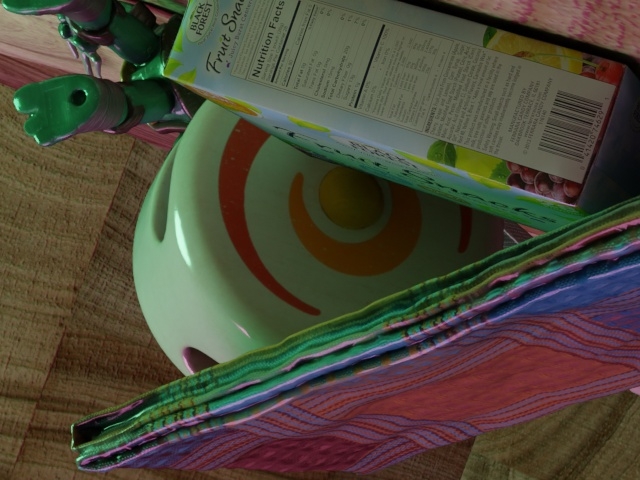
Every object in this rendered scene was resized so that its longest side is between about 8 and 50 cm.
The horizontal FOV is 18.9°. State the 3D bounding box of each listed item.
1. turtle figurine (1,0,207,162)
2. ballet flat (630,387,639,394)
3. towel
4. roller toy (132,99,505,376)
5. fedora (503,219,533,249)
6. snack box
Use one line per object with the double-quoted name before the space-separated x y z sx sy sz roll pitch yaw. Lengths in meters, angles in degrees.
"turtle figurine" -0.108 -0.093 1.194 0.175 0.118 0.234 64 -166 20
"ballet flat" 0.306 0.078 1.558 0.116 0.124 0.342 20 179 40
"towel" 0.097 0.057 0.935 0.370 0.040 0.271 -23 160 33
"roller toy" 0.000 0.000 1.078 0.191 0.209 0.146 -22 169 -24
"fedora" 0.096 0.040 1.452 0.275 0.124 0.243 39 174 -15
"snack box" 0.058 -0.058 0.889 0.207 0.070 0.174 18 177 24
